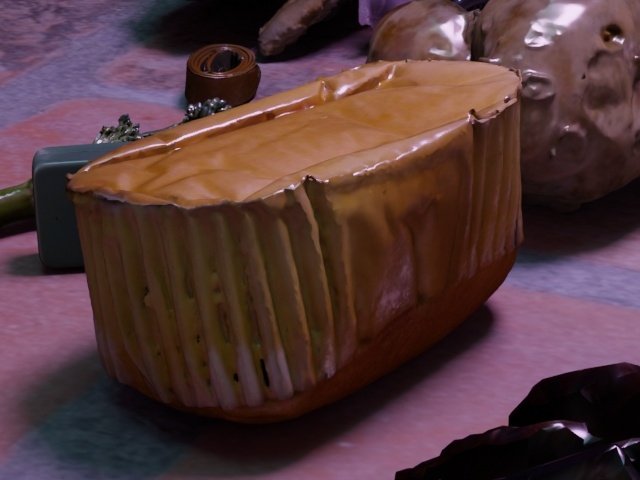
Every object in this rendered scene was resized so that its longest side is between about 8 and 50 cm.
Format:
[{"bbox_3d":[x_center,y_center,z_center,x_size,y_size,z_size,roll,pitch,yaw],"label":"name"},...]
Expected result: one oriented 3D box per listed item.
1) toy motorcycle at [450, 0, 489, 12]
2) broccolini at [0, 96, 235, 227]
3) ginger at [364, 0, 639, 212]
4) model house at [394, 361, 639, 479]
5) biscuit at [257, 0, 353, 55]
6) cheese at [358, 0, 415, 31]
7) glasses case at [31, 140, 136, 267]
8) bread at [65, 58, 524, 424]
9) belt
[{"bbox_3d":[0.209,-0.235,1.585,0.215,0.122,0.080,-10,53,-17],"label":"toy motorcycle"},{"bbox_3d":[-0.219,-0.034,1.224,0.392,0.074,0.079,-15,21,-30],"label":"broccolini"},{"bbox_3d":[0.225,-0.118,1.276,0.375,0.176,0.256,-4,9,-6],"label":"ginger"},{"bbox_3d":[0.165,0.176,0.647,0.282,0.297,0.317,-16,-11,-47],"label":"model house"},{"bbox_3d":[0.044,-0.258,1.646,0.141,0.038,0.290,-40,1,35],"label":"biscuit"},{"bbox_3d":[0.104,-0.230,1.601,0.191,0.105,0.042,-16,34,-39],"label":"cheese"},{"bbox_3d":[-0.099,-0.027,1.199,0.184,0.078,0.039,-4,21,-5],"label":"glasses case"},{"bbox_3d":[0.000,0.000,1.056,0.204,0.156,0.288,11,29,43],"label":"bread"},{"bbox_3d":[-0.081,-0.135,1.486,0.059,0.036,0.083,10,27,9],"label":"belt"}]
